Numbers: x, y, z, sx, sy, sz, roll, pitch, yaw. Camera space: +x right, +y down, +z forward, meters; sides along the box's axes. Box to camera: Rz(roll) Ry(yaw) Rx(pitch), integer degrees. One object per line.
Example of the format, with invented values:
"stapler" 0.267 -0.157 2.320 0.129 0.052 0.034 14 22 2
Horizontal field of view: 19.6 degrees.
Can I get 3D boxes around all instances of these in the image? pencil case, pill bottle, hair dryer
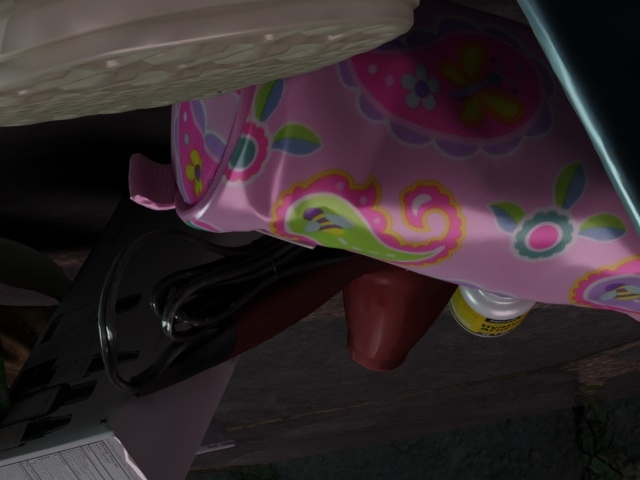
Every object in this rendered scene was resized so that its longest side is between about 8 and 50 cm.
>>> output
"pencil case" 0.068 -0.034 0.786 0.284 0.124 0.124 13 160 -20
"pill bottle" 0.133 0.032 1.394 0.065 0.065 0.116 -9 167 -4
"hair dryer" 0.000 0.000 0.961 0.223 0.080 0.293 -43 152 3

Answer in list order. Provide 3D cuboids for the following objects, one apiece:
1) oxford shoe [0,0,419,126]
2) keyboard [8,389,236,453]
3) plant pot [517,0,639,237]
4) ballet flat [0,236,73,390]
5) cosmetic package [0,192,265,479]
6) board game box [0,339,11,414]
"oxford shoe" -0.080 -0.098 0.557 0.169 0.130 0.449 -13 -177 -14
"keyboard" -0.161 0.107 1.000 0.256 0.072 0.014 -6 131 -43
"plant pot" 0.202 -0.118 0.423 0.252 0.248 0.247 -24 173 -20
"ballet flat" -0.220 0.050 1.071 0.116 0.124 0.342 -26 160 34
"cosmetic package" -0.095 0.050 0.992 0.099 0.060 0.239 -15 -150 27
"board game box" -0.238 0.022 0.891 0.048 0.141 0.170 -22 162 40
